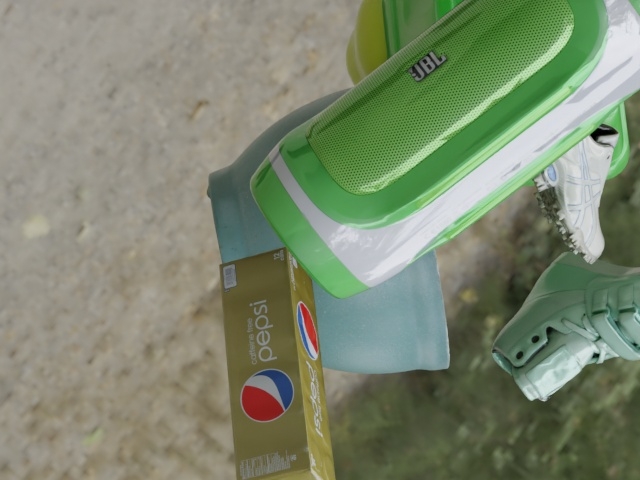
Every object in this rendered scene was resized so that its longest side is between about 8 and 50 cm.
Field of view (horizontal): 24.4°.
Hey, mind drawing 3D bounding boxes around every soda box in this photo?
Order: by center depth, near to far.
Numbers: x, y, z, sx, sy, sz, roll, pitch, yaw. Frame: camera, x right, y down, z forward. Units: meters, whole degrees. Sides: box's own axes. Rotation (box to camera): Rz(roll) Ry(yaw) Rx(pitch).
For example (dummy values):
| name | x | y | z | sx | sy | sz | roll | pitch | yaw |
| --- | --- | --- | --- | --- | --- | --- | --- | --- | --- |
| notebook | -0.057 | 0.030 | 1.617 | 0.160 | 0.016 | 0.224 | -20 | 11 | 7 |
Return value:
| name | x | y | z | sx | sy | sz | roll | pitch | yaw |
| --- | --- | --- | --- | --- | --- | --- | --- | --- | --- |
| soda box | -0.032 | 0.101 | 1.088 | 0.058 | 0.181 | 0.061 | -14 | 149 | 14 |

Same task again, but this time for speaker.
| name | x | y | z | sx | sy | sz | roll | pitch | yaw |
| --- | --- | --- | --- | --- | --- | --- | --- | --- | --- |
| speaker | 0.098 | -0.089 | 1.014 | 0.296 | 0.131 | 0.131 | -38 | 167 | 8 |

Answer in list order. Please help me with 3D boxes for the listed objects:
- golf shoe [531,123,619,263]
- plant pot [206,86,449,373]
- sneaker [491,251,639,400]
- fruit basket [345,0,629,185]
| name | x | y | z | sx | sy | sz | roll | pitch | yaw |
| --- | --- | --- | --- | --- | --- | --- | --- | --- | --- |
| golf shoe | 0.214 | -0.051 | 1.199 | 0.086 | 0.069 | 0.176 | -33 | 135 | 1 |
| plant pot | 0.000 | 0.000 | 1.443 | 0.196 | 0.293 | 0.293 | -11 | 159 | 0 |
| sneaker | 0.257 | 0.097 | 1.316 | 0.151 | 0.094 | 0.256 | -49 | -157 | -15 |
| fruit basket | 0.169 | -0.231 | 1.580 | 0.392 | 0.282 | 0.392 | 175 | -90 | -90 |
